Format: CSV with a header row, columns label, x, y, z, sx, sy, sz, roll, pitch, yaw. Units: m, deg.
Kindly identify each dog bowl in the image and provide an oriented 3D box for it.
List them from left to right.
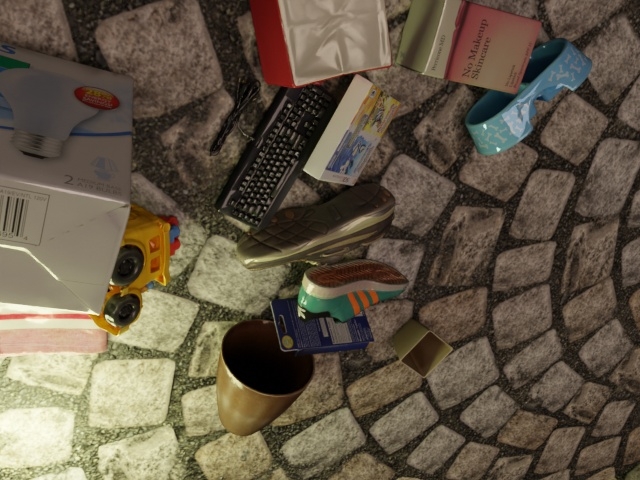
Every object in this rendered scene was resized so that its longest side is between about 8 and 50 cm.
label,x,y,z,sx,sy,sz,roll,pitch,yaw
dog bowl,0.435,-0.314,1.258,0.297,0.166,0.074,-43,111,4

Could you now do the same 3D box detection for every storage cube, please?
label,x,y,z,sx,sy,sz,roll,pitch,yaw
storage cube,-0.005,-0.374,1.009,0.183,0.193,0.215,-15,110,-14

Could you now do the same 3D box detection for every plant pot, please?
label,x,y,z,sx,sy,sz,roll,pitch,yaw
plant pot,-0.151,0.337,1.343,0.215,0.215,0.230,7,127,-25
plant pot,0.253,0.268,1.516,0.109,0.096,0.109,-47,122,6

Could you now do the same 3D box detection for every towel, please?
label,x,y,z,sx,sy,sz,roll,pitch,yaw
towel,-0.534,0.085,1.143,0.237,0.037,0.329,1,115,-23

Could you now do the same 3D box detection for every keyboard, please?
label,x,y,z,sx,sy,sz,roll,pitch,yaw
keyboard,-0.114,-0.189,1.157,0.201,0.033,0.317,27,98,-25

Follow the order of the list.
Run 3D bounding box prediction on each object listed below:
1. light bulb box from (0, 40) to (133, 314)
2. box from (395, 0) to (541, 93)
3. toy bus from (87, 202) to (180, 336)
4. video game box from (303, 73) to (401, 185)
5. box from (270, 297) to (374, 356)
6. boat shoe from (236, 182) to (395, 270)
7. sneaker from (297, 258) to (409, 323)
label,x,y,z,sx,sy,sz,roll,pitch,yaw
light bulb box,-0.470,-0.113,0.848,0.358,0.361,0.225,11,127,-26
box,0.292,-0.394,1.173,0.232,0.127,0.148,3,115,-24
toy bus,-0.355,0.040,1.127,0.211,0.149,0.220,-25,132,-46
video game box,0.067,-0.209,1.165,0.205,0.048,0.187,-60,162,14
box,0.000,0.192,1.354,0.225,0.136,0.036,-1,143,-22
boat shoe,0.000,0.000,1.256,0.355,0.132,0.130,-18,131,-3
sneaker,0.070,0.121,1.350,0.302,0.108,0.121,-1,124,-37
